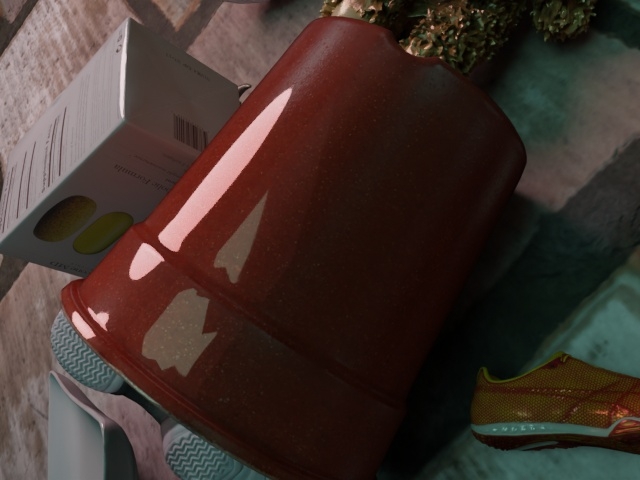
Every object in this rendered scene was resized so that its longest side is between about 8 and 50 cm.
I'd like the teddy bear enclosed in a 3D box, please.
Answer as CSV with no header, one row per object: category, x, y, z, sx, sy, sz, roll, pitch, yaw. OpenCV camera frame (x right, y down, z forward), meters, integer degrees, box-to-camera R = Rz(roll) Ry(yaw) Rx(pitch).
teddy bear,0.138,-0.260,0.524,0.245,0.113,0.338,24,97,32

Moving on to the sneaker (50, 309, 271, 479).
sneaker,-0.126,0.145,0.603,0.268,0.153,0.101,37,87,7

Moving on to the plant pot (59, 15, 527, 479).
plant pot,0.000,0.000,0.463,0.272,0.272,0.265,31,86,42

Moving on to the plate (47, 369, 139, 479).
plate,-0.224,0.283,0.591,0.278,0.045,0.278,-3,87,58

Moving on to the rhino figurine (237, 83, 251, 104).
rhino figurine,-0.160,-0.096,0.745,0.243,0.073,0.106,-46,46,14

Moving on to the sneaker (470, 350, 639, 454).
sneaker,0.178,0.102,0.394,0.175,0.064,0.068,-8,58,34

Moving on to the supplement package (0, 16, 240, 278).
supplement package,-0.209,-0.075,0.624,0.244,0.139,0.134,-32,52,32

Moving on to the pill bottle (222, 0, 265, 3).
pill bottle,-0.088,-0.518,0.752,0.224,0.224,0.393,-5,70,38

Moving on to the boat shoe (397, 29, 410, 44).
boat shoe,0.077,-0.219,0.613,0.048,0.056,0.153,27,92,33
